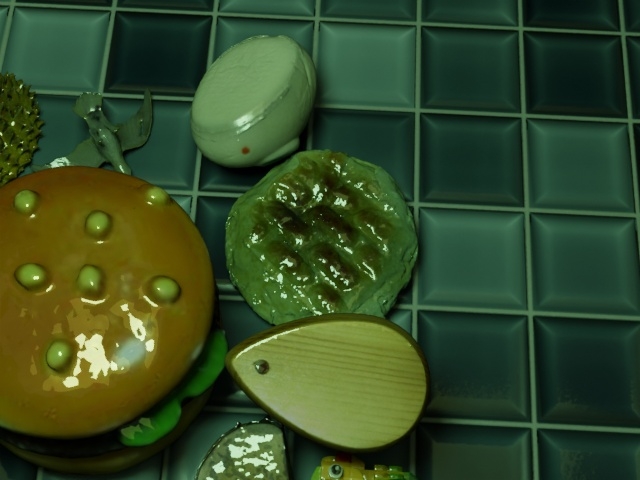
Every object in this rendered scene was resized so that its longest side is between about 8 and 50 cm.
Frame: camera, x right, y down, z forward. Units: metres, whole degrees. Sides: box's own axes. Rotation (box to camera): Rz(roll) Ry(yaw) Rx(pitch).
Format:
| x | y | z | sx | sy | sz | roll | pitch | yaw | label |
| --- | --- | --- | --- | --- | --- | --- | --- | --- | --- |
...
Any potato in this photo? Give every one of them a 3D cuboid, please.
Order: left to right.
| x | y | z | sx | sy | sz | roll | pitch | yaw | label |
| --- | --- | --- | --- | --- | --- | --- | --- | --- | --- |
| -0.089 | 0.358 | 1.445 | 0.138 | 0.098 | 0.243 | -10 | 74 | 0 | potato |

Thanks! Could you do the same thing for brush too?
| x | y | z | sx | sy | sz | roll | pitch | yaw | label |
| --- | --- | --- | --- | --- | --- | --- | --- | --- | --- |
| 0.007 | 0.174 | 1.466 | 0.266 | 0.166 | 0.174 | 13 | 86 | -4 | brush |

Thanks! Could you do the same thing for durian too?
| x | y | z | sx | sy | sz | roll | pitch | yaw | label |
| --- | --- | --- | --- | --- | --- | --- | --- | --- | --- |
| -0.523 | -0.175 | 1.680 | 0.183 | 0.138 | 0.250 | 15 | 59 | 15 | durian |

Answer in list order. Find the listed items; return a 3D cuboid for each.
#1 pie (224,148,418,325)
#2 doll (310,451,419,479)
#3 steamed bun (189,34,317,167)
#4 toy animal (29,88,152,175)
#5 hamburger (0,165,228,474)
| x | y | z | sx | sy | sz | roll | pitch | yaw | label |
| --- | --- | --- | --- | --- | --- | --- | --- | --- | --- |
| 0.000 | 0.000 | 1.634 | 0.306 | 0.071 | 0.306 | 0 | 63 | 0 | pie |
| 0.068 | 0.348 | 1.444 | 0.186 | 0.106 | 0.134 | 30 | 67 | 13 | doll |
| -0.095 | -0.196 | 1.686 | 0.177 | 0.131 | 0.228 | 5 | 52 | 30 | steamed bun |
| -0.320 | -0.137 | 1.681 | 0.219 | 0.095 | 0.155 | -30 | 64 | -13 | toy animal |
| -0.313 | 0.109 | 1.461 | 0.395 | 0.277 | 0.396 | 0 | 63 | 0 | hamburger |
